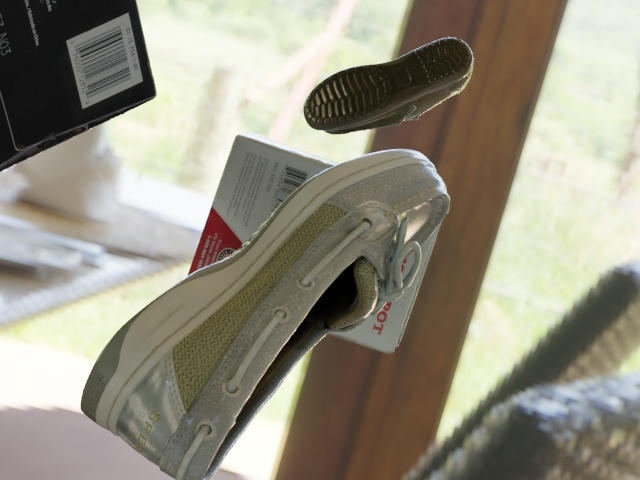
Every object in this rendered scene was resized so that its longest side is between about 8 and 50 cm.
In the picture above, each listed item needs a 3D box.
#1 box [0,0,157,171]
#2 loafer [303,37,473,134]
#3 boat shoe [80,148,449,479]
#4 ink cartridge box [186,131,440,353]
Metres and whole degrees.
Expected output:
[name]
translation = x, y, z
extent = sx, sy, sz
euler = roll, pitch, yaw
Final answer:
[box]
translation = -0.218, -0.186, 1.128
extent = 0.163, 0.247, 0.142
euler = -28, 47, -20
[loafer]
translation = 0.059, -0.118, 1.486
extent = 0.148, 0.056, 0.050
euler = -17, -31, 11
[boat shoe]
translation = -0.014, 0.046, 1.177
extent = 0.103, 0.118, 0.320
euler = 40, 47, 17
[ink cartridge box]
translation = 0.000, 0.000, 1.456
extent = 0.176, 0.128, 0.127
euler = 20, 4, 3
